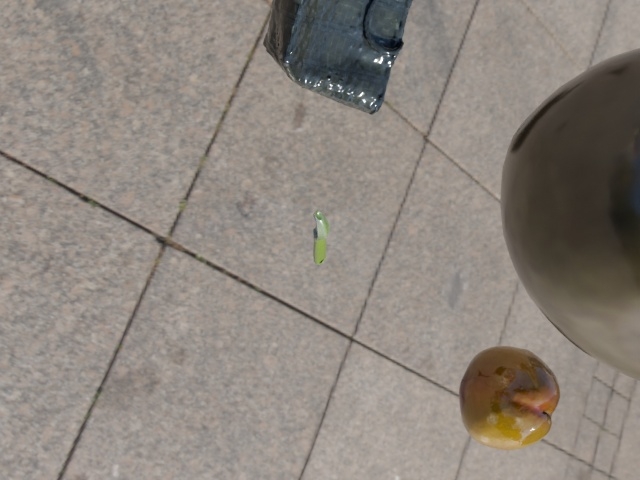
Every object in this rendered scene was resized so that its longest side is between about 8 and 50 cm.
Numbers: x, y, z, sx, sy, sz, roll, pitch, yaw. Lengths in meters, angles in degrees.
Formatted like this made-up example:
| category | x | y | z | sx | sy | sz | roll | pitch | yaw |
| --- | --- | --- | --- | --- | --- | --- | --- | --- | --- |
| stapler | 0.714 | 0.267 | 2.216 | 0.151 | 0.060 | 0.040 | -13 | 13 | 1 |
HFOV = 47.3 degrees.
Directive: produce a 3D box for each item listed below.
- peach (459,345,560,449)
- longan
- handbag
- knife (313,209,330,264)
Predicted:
| category | x | y | z | sx | sy | sz | roll | pitch | yaw |
| --- | --- | --- | --- | --- | --- | --- | --- | --- | --- |
| peach | 0.251 | 0.210 | 0.973 | 0.138 | 0.138 | 0.138 | -4 | 95 | -41 |
| longan | 0.239 | -0.010 | 0.459 | 0.246 | 0.246 | 0.215 | -34 | 143 | -34 |
| handbag | 0.037 | -0.290 | 0.860 | 0.175 | 0.089 | 0.270 | 6 | 114 | -26 |
| knife | 0.000 | 0.000 | 0.978 | 0.022 | 0.184 | 0.026 | -31 | 74 | -10 |
